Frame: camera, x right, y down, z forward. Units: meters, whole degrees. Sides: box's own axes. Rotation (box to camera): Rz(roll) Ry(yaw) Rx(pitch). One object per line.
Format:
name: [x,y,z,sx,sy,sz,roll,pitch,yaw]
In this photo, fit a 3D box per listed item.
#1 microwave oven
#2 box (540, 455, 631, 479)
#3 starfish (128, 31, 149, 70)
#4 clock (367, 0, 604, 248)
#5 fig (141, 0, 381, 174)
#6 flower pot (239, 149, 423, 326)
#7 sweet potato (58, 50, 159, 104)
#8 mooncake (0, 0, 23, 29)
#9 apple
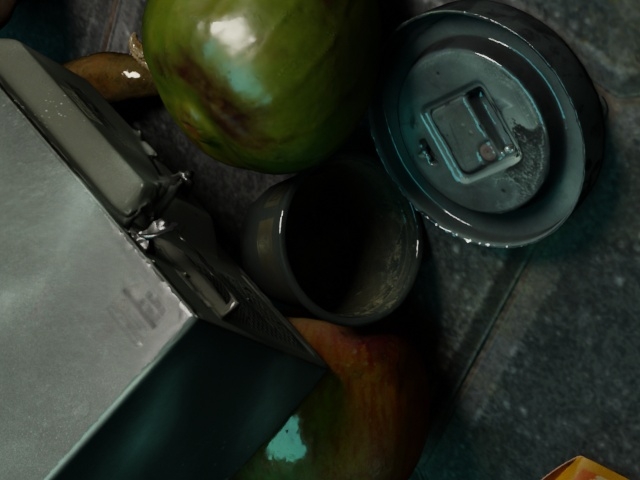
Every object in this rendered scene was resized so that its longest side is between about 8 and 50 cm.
microwave oven: [-0.262,0.052,1.392,0.374,0.236,0.432,-48,61,9]
box: [0.226,0.392,1.393,0.214,0.259,0.283,26,131,30]
starfish: [-0.070,-0.172,1.450,0.241,0.043,0.227,9,110,21]
clock: [0.136,-0.097,1.322,0.215,0.042,0.215,22,129,30]
fig: [-0.033,-0.172,1.320,0.203,0.225,0.203,35,166,10]
flower pot: [0.000,0.000,1.436,0.107,0.157,0.157,-4,113,54]
sweet potato: [-0.259,-0.150,1.627,0.273,0.075,0.075,-14,106,41]
mooncake: [-0.413,-0.294,1.508,0.161,0.290,0.290,-18,103,44]
apple: [0.001,0.157,1.488,0.211,0.211,0.187,10,98,38]
